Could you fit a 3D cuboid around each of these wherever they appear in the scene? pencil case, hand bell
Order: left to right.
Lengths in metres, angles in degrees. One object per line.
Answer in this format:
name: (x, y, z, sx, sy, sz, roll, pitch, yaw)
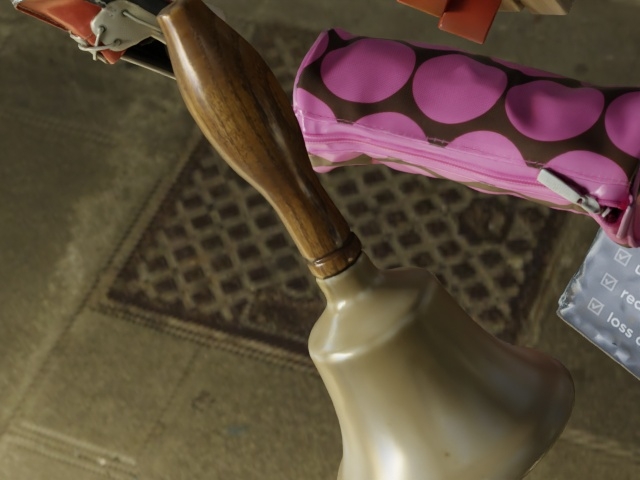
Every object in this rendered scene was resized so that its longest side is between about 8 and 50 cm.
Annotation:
hand bell: (0.000, 0.000, 0.571, 0.126, 0.242, 0.126, -30, 19, 11)
pencil case: (0.084, -0.058, 0.703, 0.209, 0.095, 0.098, 13, 46, 23)

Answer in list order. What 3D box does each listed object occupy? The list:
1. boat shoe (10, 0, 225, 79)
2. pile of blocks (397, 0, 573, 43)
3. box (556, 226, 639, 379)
boat shoe: (-0.106, -0.115, 0.695, 0.049, 0.137, 0.043, -9, 76, 45)
pile of blocks: (0.016, -0.162, 0.438, 0.149, 0.362, 0.113, 18, 77, 16)
box: (0.534, -0.013, 1.075, 0.297, 0.472, 0.480, -20, 51, -42)
